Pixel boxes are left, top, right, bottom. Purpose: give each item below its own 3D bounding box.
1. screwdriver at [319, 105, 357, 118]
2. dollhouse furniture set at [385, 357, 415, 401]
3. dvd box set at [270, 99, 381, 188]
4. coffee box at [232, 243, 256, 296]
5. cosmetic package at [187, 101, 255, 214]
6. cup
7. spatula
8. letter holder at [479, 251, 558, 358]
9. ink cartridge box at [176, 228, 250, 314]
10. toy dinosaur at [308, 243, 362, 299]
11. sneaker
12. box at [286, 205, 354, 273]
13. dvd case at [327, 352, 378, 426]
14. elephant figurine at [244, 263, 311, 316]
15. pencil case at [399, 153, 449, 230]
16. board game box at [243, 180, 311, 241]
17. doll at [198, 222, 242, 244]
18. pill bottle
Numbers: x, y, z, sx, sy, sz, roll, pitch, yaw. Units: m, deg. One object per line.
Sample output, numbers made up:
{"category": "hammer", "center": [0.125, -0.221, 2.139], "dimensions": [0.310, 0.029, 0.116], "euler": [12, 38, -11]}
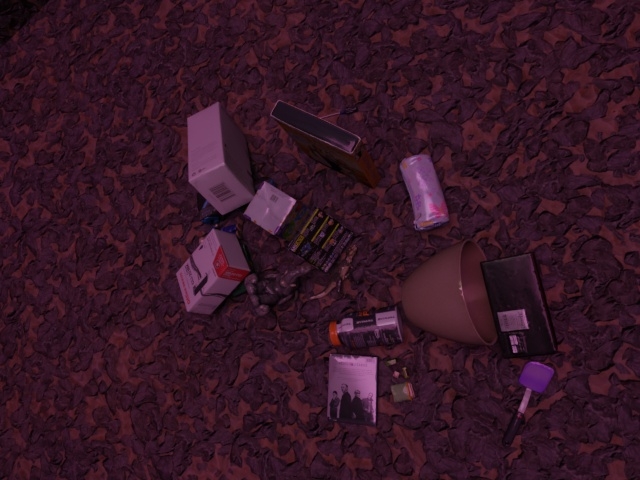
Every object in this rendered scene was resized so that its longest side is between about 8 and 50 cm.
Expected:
{"category": "screwdriver", "center": [0.064, -0.502, 1.768], "dimensions": [0.170, 0.025, 0.024], "euler": [-9, 80, 14]}
{"category": "dollhouse furniture set", "center": [0.270, 0.484, 1.546], "dimensions": [0.076, 0.058, 0.151], "euler": [-17, 78, 13]}
{"category": "dvd box set", "center": [0.036, -0.314, 1.542], "dimensions": [0.308, 0.420, 0.062], "euler": [29, 90, 17]}
{"category": "coffee box", "center": [-0.319, 0.118, 1.777], "dimensions": [0.113, 0.040, 0.184], "euler": [-24, 77, 13]}
{"category": "cosmetic package", "center": [-0.380, -0.315, 1.697], "dimensions": [0.156, 0.217, 0.384], "euler": [-23, 52, 12]}
{"category": "cup", "center": [0.404, 0.179, 1.446], "dimensions": [0.237, 0.331, 0.331], "euler": [-15, 77, 35]}
{"category": "spatula", "center": [0.653, 0.532, 1.445], "dimensions": [0.084, 0.030, 0.296], "euler": [24, 89, 19]}
{"category": "letter holder", "center": [0.634, 0.196, 1.421], "dimensions": [0.152, 0.214, 0.301], "euler": [-15, 82, 28]}
{"category": "ink cartridge box", "center": [-0.414, 0.122, 1.705], "dimensions": [0.273, 0.114, 0.197], "euler": [-47, 52, 22]}
{"category": "toy dinosaur", "center": [0.078, 0.143, 1.651], "dimensions": [0.118, 0.064, 0.268], "euler": [40, 95, 33]}
{"category": "sneaker", "center": [-0.349, -0.191, 1.789], "dimensions": [0.341, 0.125, 0.139], "euler": [-23, 72, 9]}
{"category": "box", "center": [0.000, 0.000, 1.645], "dimensions": [0.184, 0.045, 0.190], "euler": [34, 91, -21]}
{"category": "dvd case", "center": [0.115, 0.529, 1.600], "dimensions": [0.179, 0.029, 0.238], "euler": [0, 81, 16]}
{"category": "elephant figurine", "center": [-0.149, 0.178, 1.670], "dimensions": [0.240, 0.186, 0.169], "euler": [-22, 112, -14]}
{"category": "pencil case", "center": [0.366, -0.166, 1.586], "dimensions": [0.124, 0.113, 0.273], "euler": [-13, 78, 5]}
{"category": "board game box", "center": [-0.137, -0.091, 1.633], "dimensions": [0.144, 0.275, 0.142], "euler": [32, 92, 17]}
{"category": "doll", "center": [-0.411, -0.014, 1.815], "dimensions": [0.189, 0.046, 0.129], "euler": [-13, 56, 16]}
{"category": "pill bottle", "center": [0.158, 0.309, 1.567], "dimensions": [0.246, 0.130, 0.130], "euler": [-12, 79, 14]}
